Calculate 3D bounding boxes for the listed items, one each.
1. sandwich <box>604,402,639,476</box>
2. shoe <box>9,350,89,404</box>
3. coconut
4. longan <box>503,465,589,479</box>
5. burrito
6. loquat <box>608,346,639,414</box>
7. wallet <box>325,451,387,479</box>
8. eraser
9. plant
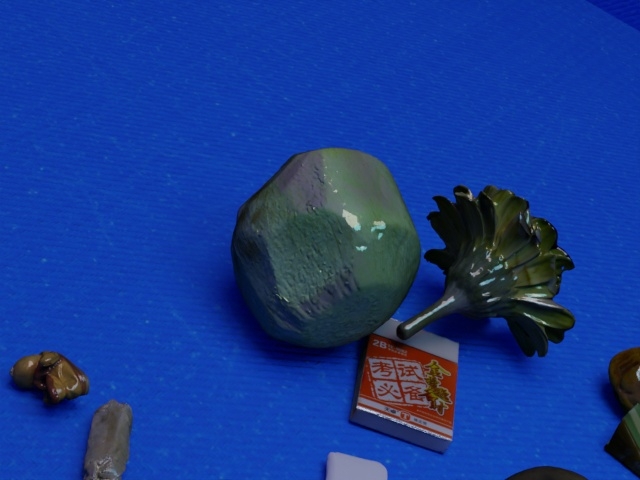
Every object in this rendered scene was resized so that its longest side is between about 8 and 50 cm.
[{"bbox_3d":[0.530,0.333,1.932,0.116,0.074,0.074,38,40,21],"label":"sandwich"},{"bbox_3d":[-0.373,0.186,1.653,0.109,0.072,0.069,38,34,20],"label":"shoe"},{"bbox_3d":[0.000,0.000,1.899,0.281,0.328,0.328,5,39,-35],"label":"coconut"},{"bbox_3d":[0.311,0.395,1.665,0.187,0.167,0.167,-24,56,-35],"label":"longan"},{"bbox_3d":[-0.284,0.282,1.603,0.058,0.045,0.188,20,34,-15],"label":"burrito"},{"bbox_3d":[0.549,0.247,2.030,0.137,0.113,0.137,28,43,-31],"label":"loquat"},{"bbox_3d":[0.050,0.377,1.667,0.095,0.033,0.190,13,36,-10],"label":"wallet"},{"bbox_3d":[0.137,0.221,1.900,0.157,0.038,0.230,20,36,-5],"label":"eraser"},{"bbox_3d":[0.271,0.046,1.962,0.297,0.261,0.306,-6,47,-51],"label":"plant"}]
